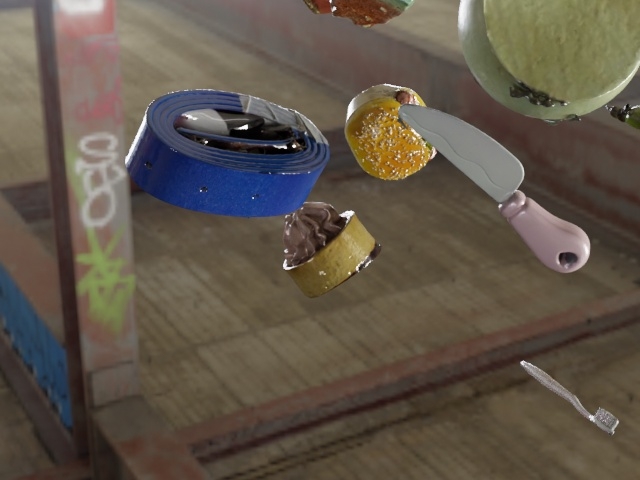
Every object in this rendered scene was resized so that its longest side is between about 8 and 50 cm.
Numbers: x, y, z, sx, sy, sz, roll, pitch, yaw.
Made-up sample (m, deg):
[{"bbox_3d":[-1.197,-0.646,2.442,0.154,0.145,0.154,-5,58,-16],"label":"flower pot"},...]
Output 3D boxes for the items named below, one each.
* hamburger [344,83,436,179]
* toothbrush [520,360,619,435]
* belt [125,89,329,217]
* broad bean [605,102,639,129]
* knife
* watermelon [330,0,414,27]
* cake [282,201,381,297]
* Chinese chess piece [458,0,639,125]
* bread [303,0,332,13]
[{"bbox_3d":[0.140,-0.213,2.155,0.173,0.210,0.116,-29,-132,3],"label":"hamburger"},{"bbox_3d":[0.427,0.263,1.901,0.025,0.029,0.307,32,-177,-23],"label":"toothbrush"},{"bbox_3d":[-0.156,-0.148,1.863,0.347,0.117,0.212,1,-135,-34],"label":"belt"},{"bbox_3d":[0.533,-0.198,1.504,0.325,0.075,0.067,-17,173,40],"label":"broad bean"},{"bbox_3d":[0.240,-0.077,1.462,0.336,0.081,0.043,41,-145,-16],"label":"knife"},{"bbox_3d":[0.060,-0.457,1.903,0.140,0.192,0.257,-15,175,-12],"label":"watermelon"},{"bbox_3d":[0.000,0.000,2.232,0.185,0.178,0.208,-32,-176,26],"label":"cake"},{"bbox_3d":[0.275,-0.256,1.307,0.238,0.237,0.092,-5,174,-13],"label":"Chinese chess piece"},{"bbox_3d":[0.012,-0.506,2.156,0.192,0.119,0.067,-7,-161,-5],"label":"bread"}]
